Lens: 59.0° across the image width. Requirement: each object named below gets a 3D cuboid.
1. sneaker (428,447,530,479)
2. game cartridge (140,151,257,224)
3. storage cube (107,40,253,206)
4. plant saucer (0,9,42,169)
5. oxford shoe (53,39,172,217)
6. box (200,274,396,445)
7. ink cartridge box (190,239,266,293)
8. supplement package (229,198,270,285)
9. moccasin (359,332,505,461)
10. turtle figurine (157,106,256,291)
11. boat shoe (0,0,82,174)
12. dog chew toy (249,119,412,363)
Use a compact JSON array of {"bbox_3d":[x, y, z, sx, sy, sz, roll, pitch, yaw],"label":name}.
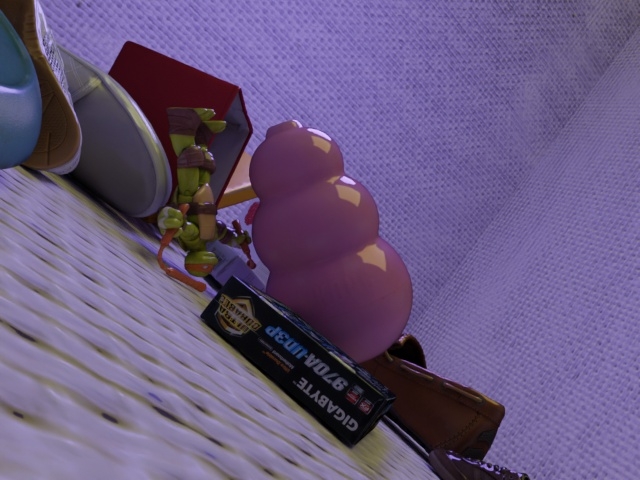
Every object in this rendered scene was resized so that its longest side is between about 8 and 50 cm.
[{"bbox_3d":[0.216,0.301,0.684,0.188,0.071,0.066,33,-8,48],"label":"sneaker"},{"bbox_3d":[-0.288,-0.148,1.136,0.285,0.053,0.323,37,37,23],"label":"game cartridge"},{"bbox_3d":[-0.242,-0.163,0.907,0.193,0.215,0.184,24,-10,4],"label":"storage cube"},{"bbox_3d":[-0.292,-0.180,0.343,0.318,0.043,0.317,52,4,-4],"label":"plant saucer"},{"bbox_3d":[-0.377,-0.193,0.722,0.449,0.169,0.130,47,31,-3],"label":"oxford shoe"},{"bbox_3d":[-0.008,0.123,0.577,0.175,0.051,0.220,37,-6,16],"label":"box"},{"bbox_3d":[-0.117,0.093,0.957,0.232,0.066,0.189,57,-14,-28],"label":"ink cartridge box"},{"bbox_3d":[-0.121,-0.003,1.533,0.177,0.293,0.175,33,-8,41],"label":"supplement package"},{"bbox_3d":[0.123,0.205,0.914,0.139,0.147,0.380,41,-9,-34],"label":"moccasin"},{"bbox_3d":[-0.152,-0.046,0.718,0.087,0.218,0.269,-3,-3,16],"label":"turtle figurine"},{"bbox_3d":[-0.328,-0.196,0.594,0.096,0.098,0.277,157,-87,-75],"label":"boat shoe"},{"bbox_3d":[0.000,0.000,0.778,0.206,0.206,0.332,-165,-124,-76],"label":"dog chew toy"}]
